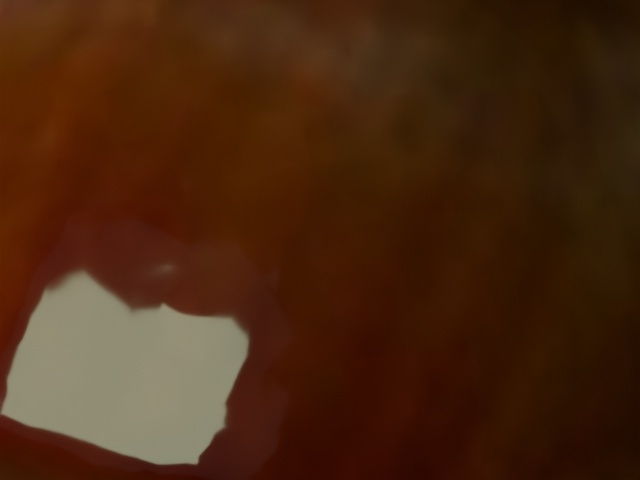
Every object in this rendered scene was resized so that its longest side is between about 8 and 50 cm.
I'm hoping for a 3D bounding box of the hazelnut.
[{"bbox_3d":[-0.004,0.008,0.507,0.366,0.366,0.366,3,97,26],"label":"hazelnut"}]
